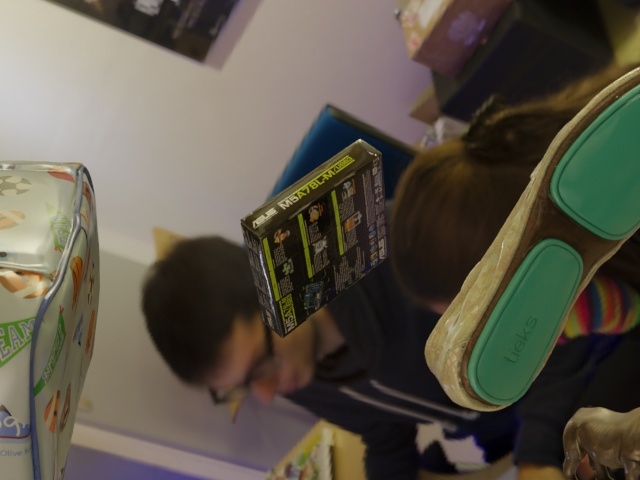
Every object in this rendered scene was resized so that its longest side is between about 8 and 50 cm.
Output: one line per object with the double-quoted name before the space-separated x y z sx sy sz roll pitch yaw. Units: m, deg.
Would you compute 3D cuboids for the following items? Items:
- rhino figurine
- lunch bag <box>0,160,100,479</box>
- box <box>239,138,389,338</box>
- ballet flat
"rhino figurine" 0.392 0.257 1.229 0.243 0.073 0.106 -14 78 56
"lunch bag" -0.236 0.087 0.761 0.303 0.114 0.243 -96 12 -62
"box" 0.000 0.000 1.188 0.045 0.184 0.191 41 155 34
"ballet flat" 0.097 -0.007 0.424 0.168 0.057 0.052 -54 22 -3
